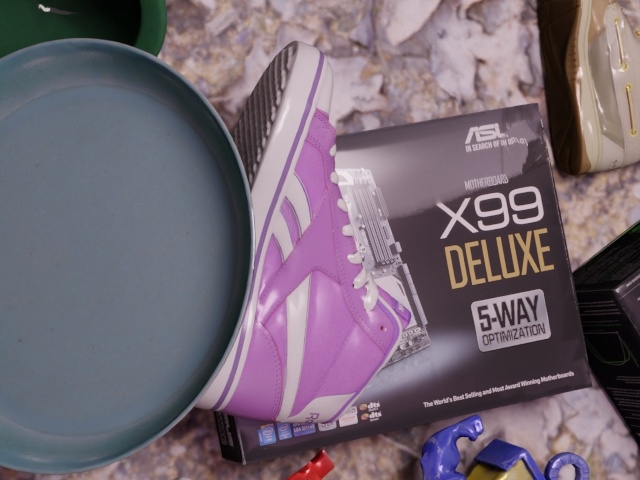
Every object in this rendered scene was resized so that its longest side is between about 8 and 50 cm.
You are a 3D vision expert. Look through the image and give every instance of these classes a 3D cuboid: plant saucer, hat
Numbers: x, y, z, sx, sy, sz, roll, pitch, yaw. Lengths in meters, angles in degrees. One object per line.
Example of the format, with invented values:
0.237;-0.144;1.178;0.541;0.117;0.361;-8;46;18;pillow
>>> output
-0.182;0.012;1.230;0.317;0.043;0.318;-4;81;24;plant saucer
-0.192;-0.228;1.333;0.208;0.183;0.173;-27;120;20;hat

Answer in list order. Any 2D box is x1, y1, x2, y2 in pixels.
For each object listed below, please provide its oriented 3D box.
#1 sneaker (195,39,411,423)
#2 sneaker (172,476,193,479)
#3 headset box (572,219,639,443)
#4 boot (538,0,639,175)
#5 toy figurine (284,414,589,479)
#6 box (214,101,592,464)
0.000;0.000;1.269;0.161;0.102;0.282;12;94;-19;sneaker
-0.063;0.239;1.338;0.152;0.053;0.061;49;59;-12;sneaker
0.381;0.091;1.441;0.246;0.131;0.283;-37;98;-17;headset box
0.279;-0.168;1.453;0.165;0.077;0.213;-5;93;-17;boot
0.163;0.267;1.339;0.217;0.191;0.362;-40;101;-22;toy figurine
0.051;0.031;1.367;0.307;0.076;0.242;-10;90;-17;box
